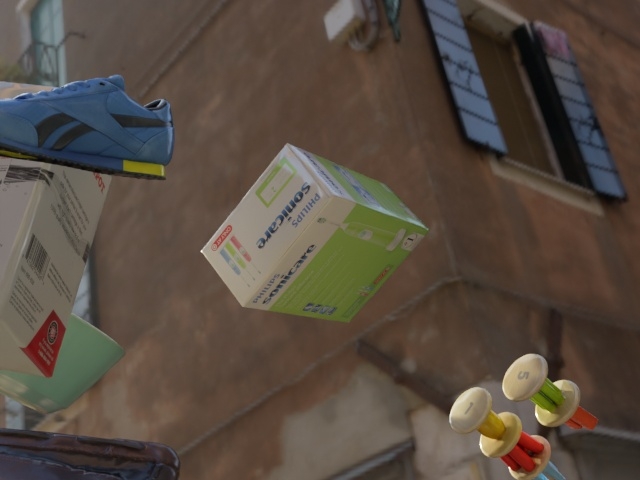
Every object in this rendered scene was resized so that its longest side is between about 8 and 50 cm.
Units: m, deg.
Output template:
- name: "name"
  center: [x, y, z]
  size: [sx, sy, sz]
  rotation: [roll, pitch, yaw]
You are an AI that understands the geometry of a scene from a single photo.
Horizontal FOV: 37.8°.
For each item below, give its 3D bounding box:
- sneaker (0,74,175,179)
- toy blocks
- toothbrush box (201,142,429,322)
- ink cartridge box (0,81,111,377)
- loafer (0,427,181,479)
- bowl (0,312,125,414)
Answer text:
- name: "sneaker"
  center: [-0.209, -0.100, 0.756]
  size: [0.069, 0.082, 0.209]
  rotation: [8, 2, 45]
- name: "toy blocks"
  center: [0.225, 0.192, 0.952]
  size: [0.123, 0.054, 0.148]
  rotation: [-37, -62, 27]
- name: "toothbrush box"
  center: [0.000, 0.000, 1.383]
  size: [0.206, 0.122, 0.283]
  rotation: [-50, -30, 17]
- name: "ink cartridge box"
  center: [-0.338, -0.012, 1.041]
  size: [0.114, 0.273, 0.197]
  rotation: [8, -27, 6]
- name: "loafer"
  center: [-0.244, 0.183, 0.708]
  size: [0.302, 0.095, 0.109]
  rotation: [5, -45, 21]
- name: "bowl"
  center: [-0.523, 0.199, 1.663]
  size: [0.311, 0.163, 0.311]
  rotation: [23, -20, 9]
